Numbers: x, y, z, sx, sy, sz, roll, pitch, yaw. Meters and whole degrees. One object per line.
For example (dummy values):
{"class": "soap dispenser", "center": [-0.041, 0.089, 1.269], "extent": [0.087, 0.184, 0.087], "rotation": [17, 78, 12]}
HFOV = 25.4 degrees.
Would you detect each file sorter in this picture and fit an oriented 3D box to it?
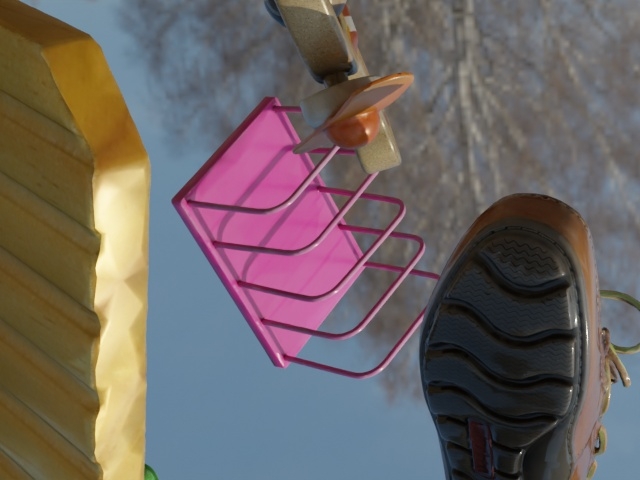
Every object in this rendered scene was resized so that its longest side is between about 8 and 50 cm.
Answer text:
{"class": "file sorter", "center": [0.000, 0.000, 1.757], "extent": [0.182, 0.291, 0.202], "rotation": [8, -132, 43]}

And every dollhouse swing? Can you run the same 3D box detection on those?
{"class": "dollhouse swing", "center": [-0.279, 0.023, 0.654], "extent": [0.315, 0.347, 0.305], "rotation": [-9, -150, -26]}

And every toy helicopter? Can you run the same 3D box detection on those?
{"class": "toy helicopter", "center": [0.014, -0.143, 1.086], "extent": [0.140, 0.355, 0.235], "rotation": [-23, -119, 5]}

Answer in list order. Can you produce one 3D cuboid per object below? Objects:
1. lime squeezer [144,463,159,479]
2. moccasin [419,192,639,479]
{"class": "lime squeezer", "center": [-0.232, 0.285, 1.733], "extent": [0.110, 0.310, 0.059], "rotation": [-27, -131, 36]}
{"class": "moccasin", "center": [0.164, 0.103, 1.065], "extent": [0.139, 0.380, 0.147], "rotation": [14, -129, 27]}
